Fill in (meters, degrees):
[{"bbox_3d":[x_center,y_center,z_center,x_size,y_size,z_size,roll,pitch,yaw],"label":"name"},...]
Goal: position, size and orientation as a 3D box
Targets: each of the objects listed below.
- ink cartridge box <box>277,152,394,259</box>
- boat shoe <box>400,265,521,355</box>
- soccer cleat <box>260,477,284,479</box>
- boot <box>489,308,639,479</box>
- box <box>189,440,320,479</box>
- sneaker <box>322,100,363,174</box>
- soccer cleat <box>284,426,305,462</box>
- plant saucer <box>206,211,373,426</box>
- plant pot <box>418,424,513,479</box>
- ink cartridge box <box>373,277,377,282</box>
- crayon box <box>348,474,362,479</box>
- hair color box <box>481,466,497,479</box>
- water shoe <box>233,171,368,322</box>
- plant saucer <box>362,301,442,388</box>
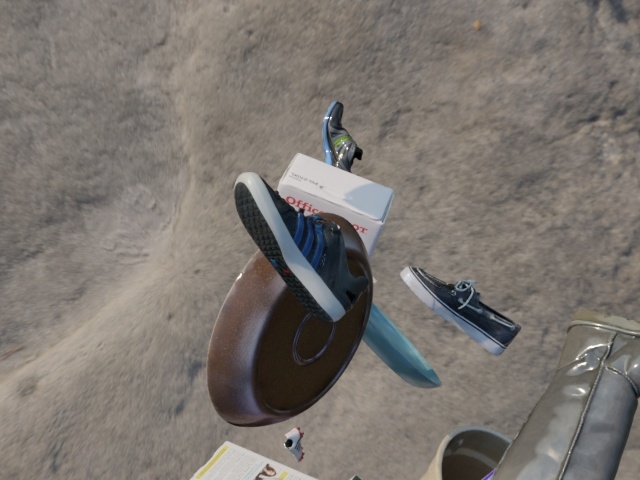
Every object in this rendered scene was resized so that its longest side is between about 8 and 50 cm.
[{"bbox_3d":[0.000,0.000,1.380,0.172,0.237,0.100,22,40,3],"label":"ink cartridge box"},{"bbox_3d":[0.326,0.140,1.958,0.306,0.113,0.105,38,103,-1],"label":"boat shoe"},{"bbox_3d":[-0.079,0.438,1.026,0.108,0.116,0.318,48,51,-30],"label":"soccer cleat"},{"bbox_3d":[0.264,0.172,0.754,0.208,0.190,0.076,-57,133,-27],"label":"boot"},{"bbox_3d":[-0.084,0.408,1.351,0.100,0.244,0.060,-43,133,-38],"label":"box"},{"bbox_3d":[0.045,-0.187,1.703,0.078,0.067,0.188,-7,76,5],"label":"sneaker"},{"bbox_3d":[-0.049,0.370,1.529,0.036,0.029,0.083,-20,131,-26],"label":"soccer cleat"},{"bbox_3d":[-0.022,0.115,1.121,0.050,0.310,0.310,24,82,34],"label":"plant saucer"},{"bbox_3d":[0.266,0.584,1.665,0.334,0.333,0.305,37,124,-6],"label":"plant pot"},{"bbox_3d":[-0.001,0.078,1.564,0.181,0.104,0.061,-2,122,-28],"label":"ink cartridge box"},{"bbox_3d":[-0.006,0.674,1.934,0.083,0.323,0.203,42,53,5],"label":"crayon box"},{"bbox_3d":[0.275,0.429,0.955,0.185,0.338,0.110,34,117,-17],"label":"hair color box"},{"bbox_3d":[-0.022,-0.003,0.956,0.080,0.073,0.203,-41,113,-22],"label":"water shoe"},{"bbox_3d":[0.123,0.190,1.738,0.044,0.317,0.317,-43,95,6],"label":"plant saucer"}]
